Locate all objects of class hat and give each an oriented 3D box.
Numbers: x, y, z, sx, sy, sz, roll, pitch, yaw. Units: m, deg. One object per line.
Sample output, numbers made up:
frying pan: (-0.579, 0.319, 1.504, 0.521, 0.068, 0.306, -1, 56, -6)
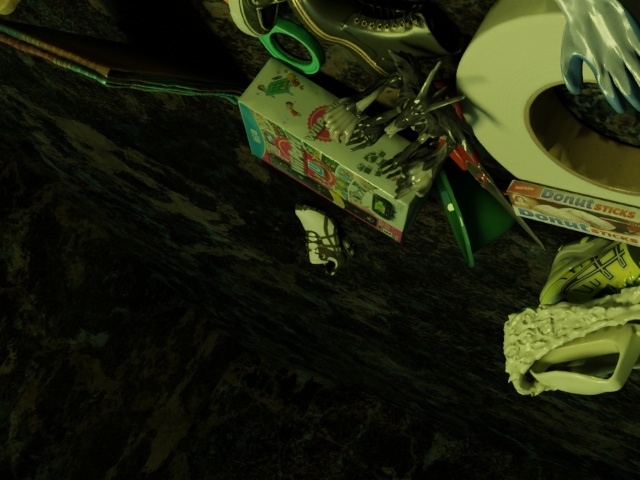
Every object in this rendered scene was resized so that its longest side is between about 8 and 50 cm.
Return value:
hat: (0.291, -0.063, 1.294, 0.208, 0.183, 0.173, -105, -6, -47)

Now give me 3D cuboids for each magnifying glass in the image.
magnifying glass: (-0.090, -0.321, 1.213, 0.231, 0.026, 0.092, 38, 160, -20)

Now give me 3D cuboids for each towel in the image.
towel: (-0.315, -0.281, 1.331, 0.271, 0.040, 0.370, 23, -165, 22)

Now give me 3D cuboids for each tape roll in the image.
tape roll: (0.341, -0.138, 0.949, 0.392, 0.072, 0.392, 27, 161, 10)

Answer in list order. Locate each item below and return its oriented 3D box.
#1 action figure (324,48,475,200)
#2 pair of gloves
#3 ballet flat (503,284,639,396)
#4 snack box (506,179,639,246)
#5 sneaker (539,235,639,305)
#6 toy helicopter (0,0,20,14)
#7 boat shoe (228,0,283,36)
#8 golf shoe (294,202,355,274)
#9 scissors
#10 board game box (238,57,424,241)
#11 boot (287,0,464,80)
action figure: (0.102, -0.136, 1.072, 0.164, 0.141, 0.276, 47, 173, 2)
pair of gloves: (0.292, -0.207, 0.749, 0.198, 0.023, 0.159, -32, 93, 39)
ballet flat: (0.417, 0.134, 1.085, 0.409, 0.147, 0.147, -21, 129, 43)
snack box: (0.332, -0.036, 1.084, 0.178, 0.022, 0.064, 18, 160, 34)
sneaker: (0.451, 0.065, 1.191, 0.145, 0.147, 0.384, 34, 160, -6)
toy helicopter: (-0.510, -0.422, 1.185, 0.140, 0.355, 0.235, -36, -76, -84)
boat shoe: (-0.075, -0.333, 1.072, 0.070, 0.078, 0.219, 27, 160, 16)
golf shoe: (0.000, 0.000, 1.810, 0.077, 0.094, 0.198, 11, 152, 48)
scissors: (0.215, -0.103, 1.189, 0.297, 0.021, 0.109, 55, 150, -15)
board game box: (0.029, -0.136, 1.340, 0.303, 0.097, 0.224, 33, 168, 10)
boot: (0.069, -0.279, 1.022, 0.198, 0.077, 0.137, 26, 162, -32)
